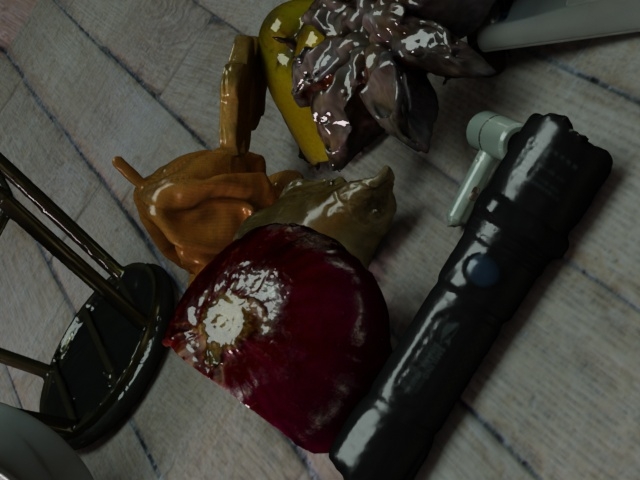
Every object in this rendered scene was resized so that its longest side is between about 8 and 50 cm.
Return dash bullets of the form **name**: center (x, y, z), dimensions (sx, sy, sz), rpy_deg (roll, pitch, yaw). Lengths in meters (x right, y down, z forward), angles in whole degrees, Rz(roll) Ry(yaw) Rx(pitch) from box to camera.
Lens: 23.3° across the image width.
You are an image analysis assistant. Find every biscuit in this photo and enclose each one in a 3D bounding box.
- **biscuit**: center (-0.104, -0.198, 2.054), dimensions (0.225, 0.036, 0.166), rpy_deg (-69, -18, -64)

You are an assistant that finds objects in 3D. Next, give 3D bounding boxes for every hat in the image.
- **hat**: center (-0.189, -0.051, 2.089), dimensions (0.244, 0.233, 0.234), rpy_deg (5, 65, 60)

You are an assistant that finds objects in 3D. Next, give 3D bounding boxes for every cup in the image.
- **cup**: center (-0.422, 0.336, 2.026), dimensions (0.347, 0.347, 0.163), rpy_deg (-32, 15, 42)

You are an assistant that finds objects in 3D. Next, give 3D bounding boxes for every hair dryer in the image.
- **hair dryer**: center (0.177, -0.072, 1.700), dimensions (0.137, 0.047, 0.082), rpy_deg (-62, 27, 4)

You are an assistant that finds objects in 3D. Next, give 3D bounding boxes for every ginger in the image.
- **ginger**: center (0.000, 0.000, 1.843), dimensions (0.270, 0.123, 0.219), rpy_deg (-36, 40, 22)

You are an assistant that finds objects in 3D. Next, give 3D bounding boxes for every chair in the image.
- **chair**: center (-0.447, 0.078, 2.194), dimensions (0.362, 0.410, 0.364), rpy_deg (-56, 27, 5)

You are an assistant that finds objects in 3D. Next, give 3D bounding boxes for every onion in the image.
- **onion**: center (-0.016, 0.100, 1.649), dimensions (0.206, 0.216, 0.207), rpy_deg (31, 91, 36)

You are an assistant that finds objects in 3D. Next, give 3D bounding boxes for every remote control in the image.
- **remote control**: center (0.288, -0.273, 1.675), dimensions (0.313, 0.055, 0.109), rpy_deg (-1, 60, 51)

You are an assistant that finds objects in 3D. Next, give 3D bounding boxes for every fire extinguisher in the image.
- **fire extinguisher**: center (0.195, -0.258, 1.862), dimensions (0.064, 0.043, 0.158), rpy_deg (-15, 42, 13)

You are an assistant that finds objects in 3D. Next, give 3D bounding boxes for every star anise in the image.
- **star anise**: center (0.079, -0.237, 1.798), dimensions (0.331, 0.117, 0.332), rpy_deg (-18, 60, 35)

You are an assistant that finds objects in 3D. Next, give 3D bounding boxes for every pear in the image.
- **pear**: center (0.003, -0.241, 2.032), dimensions (0.267, 0.178, 0.267), rpy_deg (-40, 28, 27)

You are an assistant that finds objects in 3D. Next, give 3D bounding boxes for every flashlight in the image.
- **flashlight**: center (0.143, 0.068, 1.547), dimensions (0.424, 0.103, 0.103), rpy_deg (-58, 26, 1)
